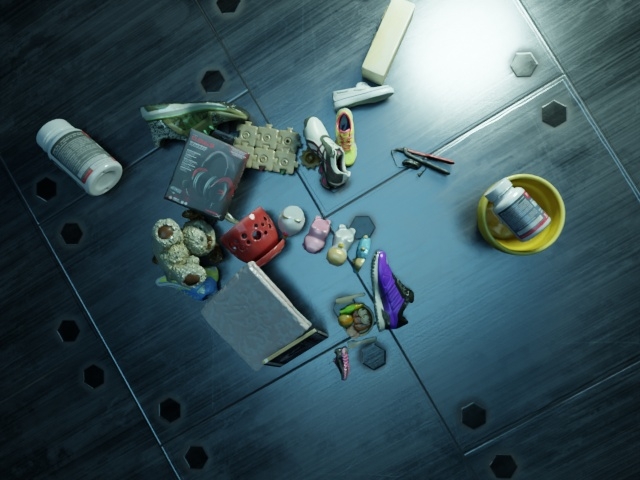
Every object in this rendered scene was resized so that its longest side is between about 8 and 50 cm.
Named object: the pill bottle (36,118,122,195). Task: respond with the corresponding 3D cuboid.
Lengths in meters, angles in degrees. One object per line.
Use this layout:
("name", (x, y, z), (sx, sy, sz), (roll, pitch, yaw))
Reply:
("pill bottle", (-0.907, -0.316, 1.716), (0.283, 0.161, 0.161), (41, 94, 4))

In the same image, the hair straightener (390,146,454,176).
("hair straightener", (0.360, -0.277, 1.648), (0.230, 0.047, 0.089), (19, 92, 5))

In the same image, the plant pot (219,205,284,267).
("plant pot", (-0.239, 0.000, 1.638), (0.191, 0.191, 0.174), (-36, 100, 5))

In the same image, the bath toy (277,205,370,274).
("bath toy", (0.000, 0.000, 1.652), (0.348, 0.151, 0.129), (25, 136, 4))

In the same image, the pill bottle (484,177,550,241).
("pill bottle", (0.581, -0.094, 1.358), (0.108, 0.108, 0.180), (-42, 87, 4))

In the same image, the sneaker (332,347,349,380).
("sneaker", (0.074, 0.457, 1.685), (0.057, 0.047, 0.120), (-5, 86, 20))

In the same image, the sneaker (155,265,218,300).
("sneaker", (-0.497, 0.175, 1.712), (0.240, 0.091, 0.126), (-11, 90, 5))

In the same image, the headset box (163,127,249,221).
("headset box", (-0.394, -0.245, 1.623), (0.218, 0.110, 0.293), (23, 93, -10))

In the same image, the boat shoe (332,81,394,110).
("boat shoe", (0.149, -0.536, 1.650), (0.226, 0.083, 0.076), (-12, 90, 6))

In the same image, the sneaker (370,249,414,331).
("sneaker", (0.261, 0.176, 1.640), (0.146, 0.102, 0.294), (-6, 94, 1))

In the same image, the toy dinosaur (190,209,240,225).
("toy dinosaur", (-0.416, -0.121, 1.721), (0.118, 0.064, 0.268), (-43, 90, -2))

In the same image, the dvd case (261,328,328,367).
("dvd case", (-0.087, 0.389, 1.639), (0.221, 0.164, 0.018), (-33, 66, 4))

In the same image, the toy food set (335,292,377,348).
("toy food set", (0.133, 0.296, 1.676), (0.132, 0.038, 0.192), (-16, 89, 5))

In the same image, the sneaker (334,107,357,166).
("sneaker", (0.086, -0.371, 1.645), (0.081, 0.094, 0.209), (-7, 101, 5))

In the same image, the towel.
("towel", (-0.238, 0.277, 1.637), (0.317, 0.053, 0.332), (46, 119, -2))

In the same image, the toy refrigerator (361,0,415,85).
("toy refrigerator", (0.237, -0.712, 1.632), (0.094, 0.102, 0.270), (25, 93, 5))

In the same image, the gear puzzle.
("gear puzzle", (-0.158, -0.337, 1.706), (0.338, 0.044, 0.176), (9, 89, 3))

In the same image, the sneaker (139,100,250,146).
("sneaker", (-0.458, -0.424, 1.702), (0.410, 0.158, 0.182), (0, 109, 8))

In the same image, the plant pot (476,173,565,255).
("plant pot", (0.640, -0.079, 1.526), (0.253, 0.239, 0.254), (0, 90, 6))

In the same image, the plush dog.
("plush dog", (-0.479, 0.019, 1.647), (0.225, 0.210, 0.263), (-36, 107, -34))

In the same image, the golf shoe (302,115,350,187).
("golf shoe", (0.030, -0.327, 1.634), (0.120, 0.105, 0.273), (-18, 94, 50))
